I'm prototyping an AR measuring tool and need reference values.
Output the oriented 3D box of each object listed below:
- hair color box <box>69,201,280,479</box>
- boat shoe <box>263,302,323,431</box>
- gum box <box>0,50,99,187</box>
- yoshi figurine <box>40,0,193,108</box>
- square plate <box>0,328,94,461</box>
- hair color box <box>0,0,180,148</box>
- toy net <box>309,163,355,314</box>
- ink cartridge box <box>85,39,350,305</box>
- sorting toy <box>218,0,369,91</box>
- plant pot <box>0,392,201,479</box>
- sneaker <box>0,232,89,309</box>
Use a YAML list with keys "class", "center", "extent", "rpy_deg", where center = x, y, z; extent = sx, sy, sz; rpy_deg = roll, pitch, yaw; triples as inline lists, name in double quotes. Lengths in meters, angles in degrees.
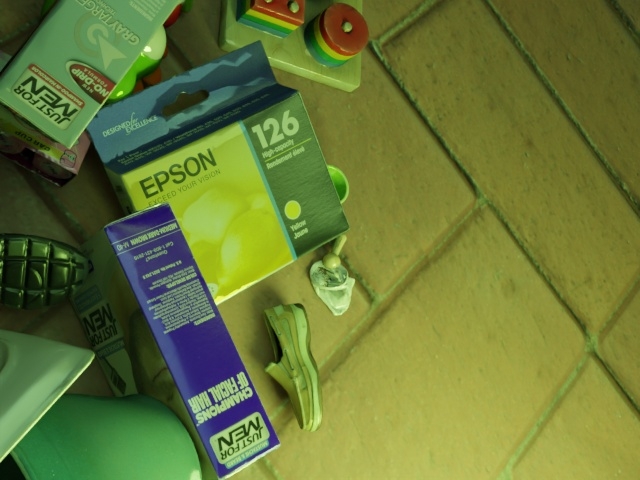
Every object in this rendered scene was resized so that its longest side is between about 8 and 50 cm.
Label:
- class: "hair color box"
  center: [-0.201, 0.143, 1.336]
  extent: [0.110, 0.185, 0.339]
  rpy_deg: [-26, 89, -37]
- class: "boat shoe"
  center: [-0.047, 0.186, 1.507]
  extent: [0.072, 0.068, 0.190]
  rpy_deg: [-4, 66, -22]
- class: "gum box"
  center: [-0.396, -0.167, 1.384]
  extent: [0.188, 0.062, 0.107]
  rpy_deg: [30, 60, -23]
- class: "yoshi figurine"
  center: [-0.279, -0.367, 1.465]
  extent: [0.203, 0.203, 0.362]
  rpy_deg: [19, 66, -10]
- class: "square plate"
  center: [-0.456, 0.195, 1.063]
  extent: [0.347, 0.344, 0.049]
  rpy_deg: [-50, 132, -35]
- class: "hair color box"
  center: [-0.251, -0.296, 1.278]
  extent: [0.113, 0.185, 0.374]
  rpy_deg: [37, 84, -20]
- class: "toy net"
  center: [0.000, 0.000, 1.604]
  extent: [0.122, 0.045, 0.232]
  rpy_deg: [-5, 78, -35]
- class: "ink cartridge box"
  center: [-0.134, -0.089, 1.465]
  extent: [0.303, 0.072, 0.307]
  rpy_deg: [-30, 108, -27]
- class: "sorting toy"
  center: [-0.025, -0.405, 1.695]
  extent: [0.255, 0.089, 0.257]
  rpy_deg: [14, 67, -30]
- class: "plant pot"
  center: [-0.286, 0.292, 1.197]
  extent: [0.255, 0.271, 0.272]
  rpy_deg: [-14, 82, -50]
- class: "sneaker"
  center: [-0.416, 0.017, 1.260]
  extent: [0.267, 0.106, 0.101]
  rpy_deg: [4, 115, -20]
